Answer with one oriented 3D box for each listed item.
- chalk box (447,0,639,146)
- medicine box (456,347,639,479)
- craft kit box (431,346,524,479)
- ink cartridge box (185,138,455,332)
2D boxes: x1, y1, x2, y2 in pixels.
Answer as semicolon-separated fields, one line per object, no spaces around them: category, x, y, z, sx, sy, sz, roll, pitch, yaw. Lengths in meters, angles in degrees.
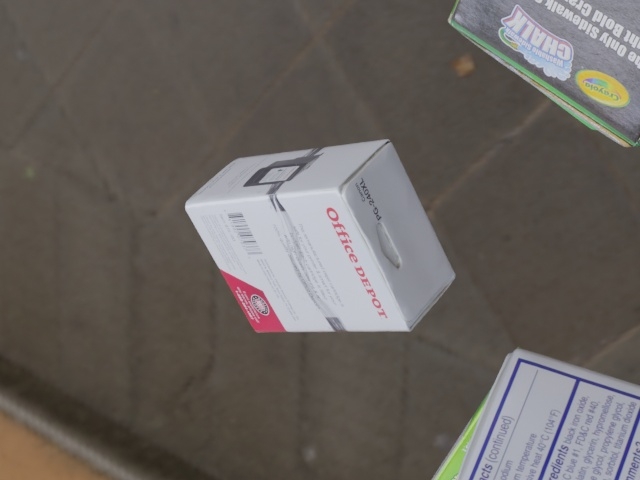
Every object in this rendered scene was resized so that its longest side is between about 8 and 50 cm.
chalk box;0.168;-0.153;0.918;0.132;0.132;0.213;37;143;14
medicine box;0.237;0.237;1.172;0.289;0.149;0.263;18;148;15
craft kit box;0.205;0.253;1.422;0.247;0.061;0.250;31;118;3
ink cartridge box;0.000;0.000;1.112;0.150;0.063;0.109;-4;121;45
